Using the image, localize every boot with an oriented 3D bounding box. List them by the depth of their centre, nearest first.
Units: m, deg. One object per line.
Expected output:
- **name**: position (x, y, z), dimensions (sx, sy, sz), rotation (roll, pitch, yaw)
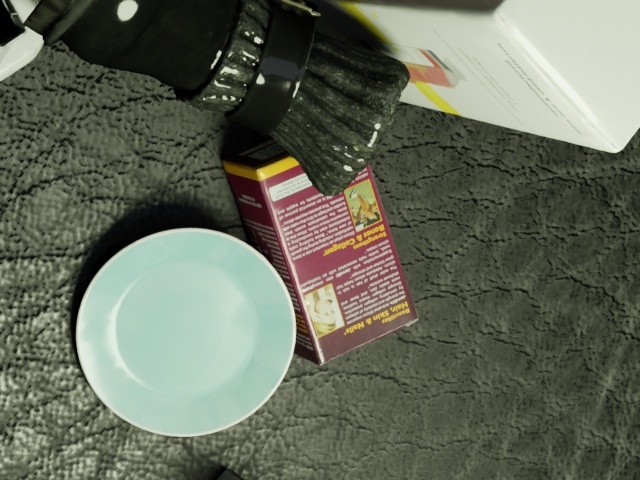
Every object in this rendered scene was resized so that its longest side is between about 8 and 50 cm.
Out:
- **boot**: position (-0.062, -0.141, 1.344), dimensions (0.260, 0.348, 0.131), rotation (36, 99, -1)

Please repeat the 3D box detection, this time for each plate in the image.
- **plate**: position (-0.115, 0.077, 1.542), dimensions (0.188, 0.024, 0.188), rotation (-2, 106, -8)

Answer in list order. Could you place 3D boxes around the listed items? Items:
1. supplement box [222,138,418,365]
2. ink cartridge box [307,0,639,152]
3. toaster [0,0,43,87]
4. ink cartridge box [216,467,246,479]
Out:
- **supplement box**: position (0.000, 0.000, 1.572), dimensions (0.104, 0.081, 0.188), rotation (-24, 108, -21)
- **ink cartridge box**: position (0.162, -0.245, 1.438), dimensions (0.160, 0.385, 0.279), rotation (43, 80, -28)
- **toaster**: position (-0.297, -0.192, 1.361), dimensions (0.129, 0.146, 0.227), rotation (-33, 111, -16)
- **ink cartridge box**: position (-0.046, 0.313, 1.579), dimensions (0.128, 0.127, 0.176), rotation (-49, 114, -10)
